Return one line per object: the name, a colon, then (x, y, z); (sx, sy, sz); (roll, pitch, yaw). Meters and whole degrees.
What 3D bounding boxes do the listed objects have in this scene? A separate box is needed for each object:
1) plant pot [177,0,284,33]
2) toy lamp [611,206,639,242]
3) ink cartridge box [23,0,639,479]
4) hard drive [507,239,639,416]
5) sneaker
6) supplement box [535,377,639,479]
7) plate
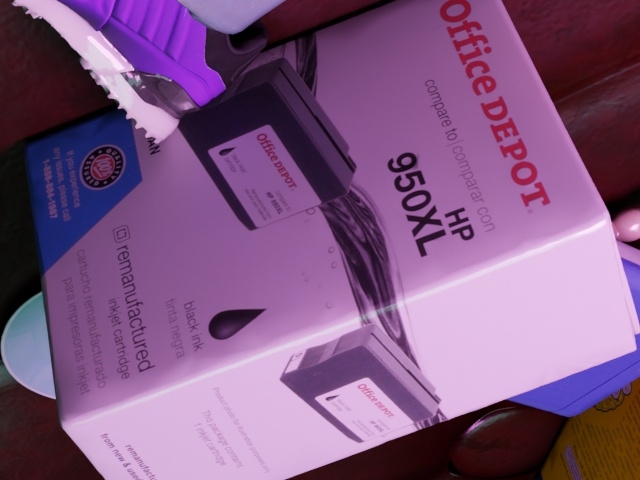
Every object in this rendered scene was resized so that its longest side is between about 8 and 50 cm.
plant pot: (0.002, -0.295, 0.670); (0.334, 0.341, 0.341); (-38, 136, 8)
toy lamp: (0.303, -0.020, 1.334); (0.275, 0.080, 0.080); (-24, 139, 11)
ink cartridge box: (0.000, 0.000, 1.091); (0.395, 0.285, 0.166); (-21, 139, 4)
hard drive: (0.206, 0.073, 1.321); (0.319, 0.040, 0.210); (20, 133, -42)
sneaker: (-0.129, -0.197, 0.978); (0.146, 0.102, 0.293); (-30, 143, 9)
supplement box: (0.395, 0.231, 1.558); (0.194, 0.195, 0.356); (-2, 138, -17)
plate: (-0.196, 0.083, 1.320); (0.188, 0.024, 0.188); (-9, 139, -8)
